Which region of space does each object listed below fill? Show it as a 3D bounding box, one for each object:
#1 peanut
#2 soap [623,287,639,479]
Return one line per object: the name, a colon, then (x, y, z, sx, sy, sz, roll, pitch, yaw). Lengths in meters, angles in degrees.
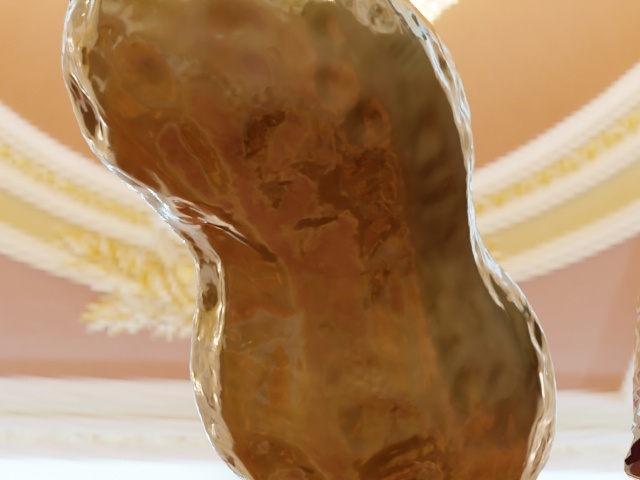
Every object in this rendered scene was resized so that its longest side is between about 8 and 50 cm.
peanut: (-0.001, 0.002, 0.370, 0.089, 0.089, 0.193, -12, -58, 19)
soap: (0.202, -0.041, 0.326, 0.220, 0.127, 0.325, 29, -53, -18)
